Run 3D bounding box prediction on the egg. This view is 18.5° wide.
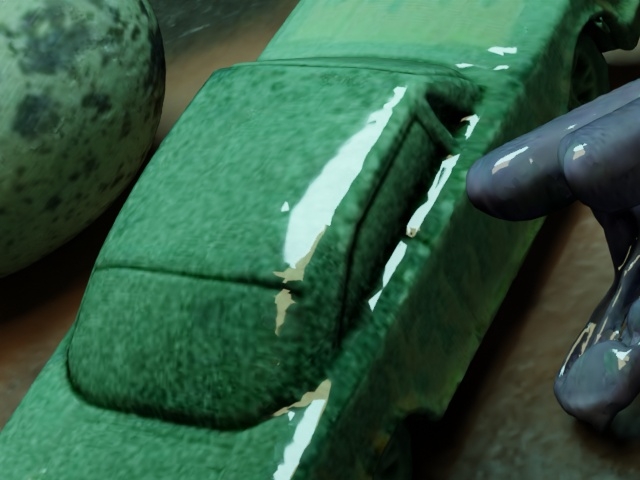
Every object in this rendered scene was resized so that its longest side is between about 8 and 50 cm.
[{"bbox_3d":[-0.140,-0.053,0.816,0.132,0.132,0.172,23,74,46],"label":"egg"}]

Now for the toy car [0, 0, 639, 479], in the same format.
[{"bbox_3d":[0.000,0.000,0.691,0.141,0.097,0.321,6,52,37],"label":"toy car"}]

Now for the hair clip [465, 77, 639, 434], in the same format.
[{"bbox_3d":[0.162,-0.062,0.648,0.278,0.090,0.137,-44,19,-17],"label":"hair clip"}]
